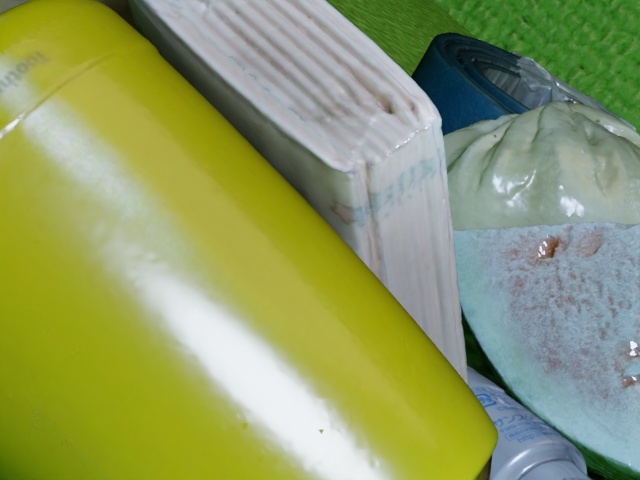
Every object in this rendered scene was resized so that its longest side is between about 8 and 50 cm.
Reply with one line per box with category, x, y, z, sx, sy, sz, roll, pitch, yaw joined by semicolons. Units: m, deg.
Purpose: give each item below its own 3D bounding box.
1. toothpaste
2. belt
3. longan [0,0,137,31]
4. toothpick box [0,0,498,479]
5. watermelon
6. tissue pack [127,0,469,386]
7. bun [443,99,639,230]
toothpaste;0.091;0.112;1.006;0.114;0.073;0.299;26;12;-35
belt;0.225;-0.092;1.696;0.300;0.173;0.436;38;14;13
longan;-0.162;-0.089;0.815;0.185;0.159;0.204;32;19;-5
toothpick box;-0.060;0.047;0.633;0.271;0.175;0.175;43;15;4
watermelon;0.231;0.056;1.196;0.289;0.214;0.320;37;24;5
tissue pack;0.000;0.000;0.787;0.170;0.071;0.325;46;-18;31
bun;0.197;-0.043;1.358;0.259;0.160;0.259;-1;7;0
